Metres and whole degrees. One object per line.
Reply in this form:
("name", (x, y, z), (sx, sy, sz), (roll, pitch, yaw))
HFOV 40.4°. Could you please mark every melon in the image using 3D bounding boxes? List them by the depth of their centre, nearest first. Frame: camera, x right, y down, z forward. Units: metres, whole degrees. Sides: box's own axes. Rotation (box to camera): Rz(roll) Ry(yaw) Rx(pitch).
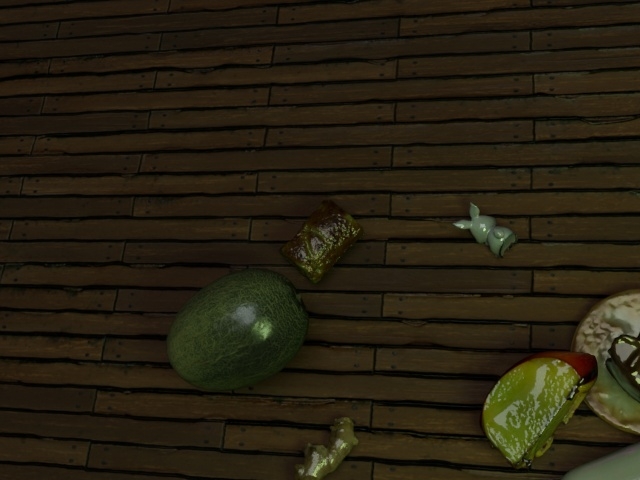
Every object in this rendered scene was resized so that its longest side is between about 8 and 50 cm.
("melon", (-0.181, 0.198, 1.901), (0.329, 0.248, 0.249), (-28, 64, 12))

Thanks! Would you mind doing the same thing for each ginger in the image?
("ginger", (-0.026, 0.491, 1.836), (0.089, 0.075, 0.288), (44, 79, 3))

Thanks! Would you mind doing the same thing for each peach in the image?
("peach", (0.429, 0.312, 1.739), (0.154, 0.158, 0.267), (36, 92, 25))

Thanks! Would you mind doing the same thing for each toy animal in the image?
("toy animal", (0.371, -0.020, 1.944), (0.124, 0.085, 0.071), (40, 99, 30))

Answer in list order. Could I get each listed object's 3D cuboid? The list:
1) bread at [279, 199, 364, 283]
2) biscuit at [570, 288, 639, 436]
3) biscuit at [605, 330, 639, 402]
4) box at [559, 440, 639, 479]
("bread", (0.000, 0.000, 2.013), (0.132, 0.103, 0.172), (41, 79, 18))
("biscuit", (0.617, 0.245, 1.785), (0.204, 0.040, 0.309), (3, 69, 15))
("biscuit", (0.749, 0.201, 1.701), (0.268, 0.115, 0.366), (42, 75, 14))
("box", (0.633, 0.519, 1.613), (0.348, 0.141, 0.289), (-23, 63, 5))
